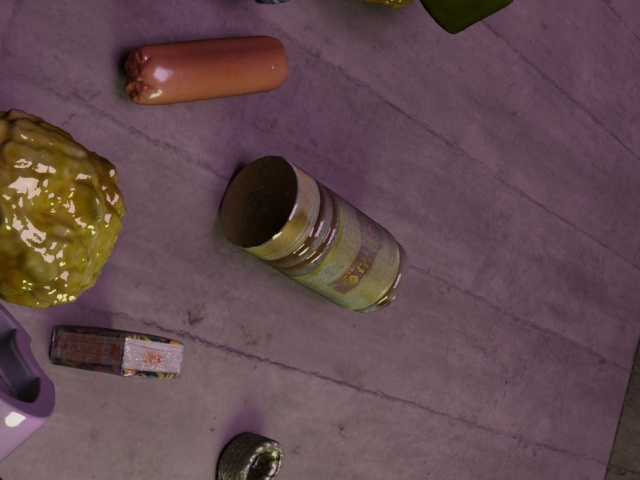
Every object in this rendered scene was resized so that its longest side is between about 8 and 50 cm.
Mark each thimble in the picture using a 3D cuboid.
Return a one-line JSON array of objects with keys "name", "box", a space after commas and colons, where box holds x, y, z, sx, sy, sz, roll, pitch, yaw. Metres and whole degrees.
[{"name": "thimble", "box": [-0.112, 0.359, 1.729, 0.110, 0.062, 0.084, -47, 131, -32]}]

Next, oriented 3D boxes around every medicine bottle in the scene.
[{"name": "medicine bottle", "box": [0.000, 0.000, 1.718, 0.322, 0.151, 0.151, 33, 73, -47]}]

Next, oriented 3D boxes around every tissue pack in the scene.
[{"name": "tissue pack", "box": [-0.270, 0.148, 1.441, 0.109, 0.148, 0.060, 13, 81, -50]}]

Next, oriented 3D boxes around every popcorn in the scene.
[{"name": "popcorn", "box": [-0.361, -0.043, 1.269, 0.205, 0.252, 0.237, -61, 170, -8]}]

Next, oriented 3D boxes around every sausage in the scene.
[{"name": "sausage", "box": [-0.156, -0.244, 1.544, 0.289, 0.086, 0.086, -15, 108, -45]}]

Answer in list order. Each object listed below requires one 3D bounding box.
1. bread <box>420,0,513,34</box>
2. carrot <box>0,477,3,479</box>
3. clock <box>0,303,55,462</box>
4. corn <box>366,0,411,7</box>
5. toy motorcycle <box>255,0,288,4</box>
[{"name": "bread", "box": [0.181, -0.510, 1.712, 0.382, 0.129, 0.366, 37, 33, -49]}, {"name": "carrot", "box": [-0.399, 0.408, 1.409, 0.069, 0.069, 0.228, -35, 123, -40]}, {"name": "clock", "box": [-0.433, 0.098, 1.153, 0.102, 0.338, 0.338, -43, 133, 0]}, {"name": "corn", "box": [0.063, -0.433, 1.755, 0.292, 0.101, 0.101, -4, 101, -44]}, {"name": "toy motorcycle", "box": [-0.039, -0.550, 1.551, 0.232, 0.172, 0.415, -16, 107, -49]}]
